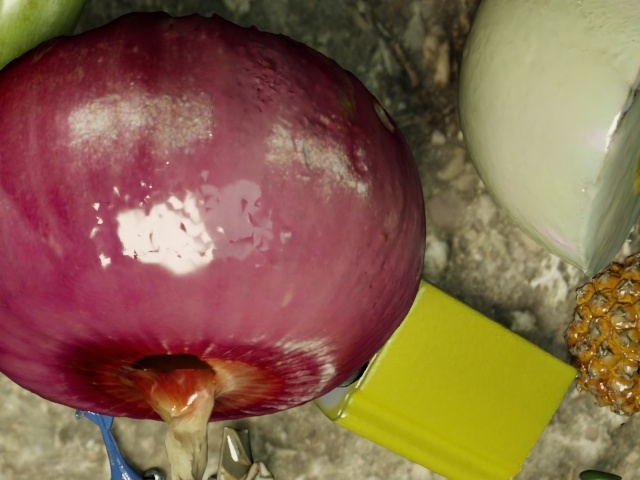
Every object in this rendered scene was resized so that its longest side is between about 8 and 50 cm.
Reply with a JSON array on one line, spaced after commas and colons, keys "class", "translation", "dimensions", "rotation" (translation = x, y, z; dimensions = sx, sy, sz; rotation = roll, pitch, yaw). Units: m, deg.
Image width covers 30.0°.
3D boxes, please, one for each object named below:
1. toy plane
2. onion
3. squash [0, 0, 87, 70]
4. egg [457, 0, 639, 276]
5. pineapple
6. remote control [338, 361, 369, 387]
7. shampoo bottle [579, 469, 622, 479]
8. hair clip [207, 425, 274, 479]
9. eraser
[{"class": "toy plane", "translation": [-0.177, 0.214, 1.064], "dimensions": [0.062, 0.054, 0.167], "rotation": [-12, 111, 8]}, {"class": "onion", "translation": [-0.112, 0.014, 0.857], "dimensions": [0.358, 0.358, 0.345], "rotation": [51, 47, -25]}, {"class": "squash", "translation": [-0.214, -0.231, 0.886], "dimensions": [0.118, 0.118, 0.371], "rotation": [18, 103, -25]}, {"class": "egg", "translation": [0.219, -0.142, 1.032], "dimensions": [0.337, 0.201, 0.337], "rotation": [-46, 150, -37]}, {"class": "pineapple", "translation": [0.345, 0.107, 1.194], "dimensions": [0.161, 0.137, 0.176], "rotation": [25, 95, -26]}, {"class": "remote control", "translation": [0.000, 0.000, 1.055], "dimensions": [0.066, 0.090, 0.266], "rotation": [-28, 113, -44]}, {"class": "shampoo bottle", "translation": [0.267, 0.352, 1.259], "dimensions": [0.118, 0.087, 0.234], "rotation": [3, 103, -24]}, {"class": "hair clip", "translation": [-0.091, 0.311, 1.111], "dimensions": [0.106, 0.084, 0.292], "rotation": [6, 107, -29]}, {"class": "eraser", "translation": [0.120, 0.138, 1.148], "dimensions": [0.226, 0.069, 0.158], "rotation": [30, 95, -25]}]
